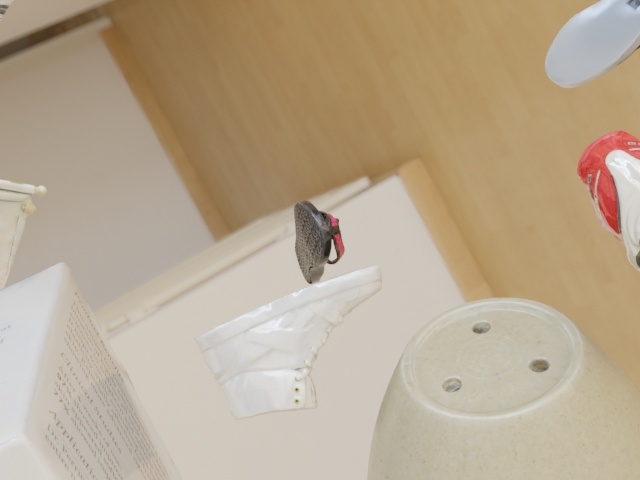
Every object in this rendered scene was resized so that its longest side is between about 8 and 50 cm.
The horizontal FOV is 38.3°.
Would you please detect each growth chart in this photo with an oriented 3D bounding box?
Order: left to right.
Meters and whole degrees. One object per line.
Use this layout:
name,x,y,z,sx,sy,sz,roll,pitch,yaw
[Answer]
growth chart,-0.508,0.013,1.347,0.021,0.237,0.172,25,-177,33

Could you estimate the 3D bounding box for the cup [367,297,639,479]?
cup,0.186,0.197,0.906,0.331,0.331,0.237,30,144,50

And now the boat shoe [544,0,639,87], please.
boat shoe,0.493,-0.351,1.461,0.113,0.306,0.105,50,-165,30

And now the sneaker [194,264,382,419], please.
sneaker,-0.018,0.158,1.357,0.108,0.292,0.169,72,173,-85

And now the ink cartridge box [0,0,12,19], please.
ink cartridge box,-0.370,-0.251,0.861,0.203,0.148,0.086,-43,69,35

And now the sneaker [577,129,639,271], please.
sneaker,0.298,-0.022,0.793,0.279,0.107,0.118,32,-161,-54

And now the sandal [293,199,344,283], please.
sandal,0.000,0.000,0.945,0.179,0.040,0.067,104,148,-75

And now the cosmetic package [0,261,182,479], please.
cosmetic package,-0.336,0.281,0.897,0.394,0.327,0.329,-120,6,-70
